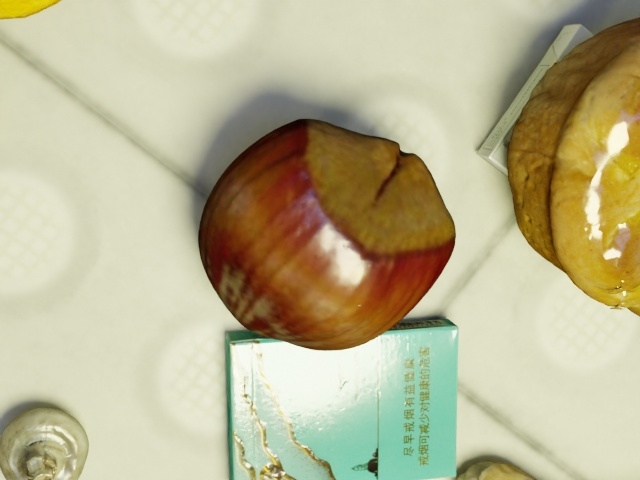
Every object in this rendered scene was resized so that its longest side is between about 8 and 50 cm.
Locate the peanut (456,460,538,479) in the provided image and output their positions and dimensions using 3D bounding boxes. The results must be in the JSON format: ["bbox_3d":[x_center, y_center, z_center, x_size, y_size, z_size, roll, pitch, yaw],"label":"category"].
[{"bbox_3d":[0.233,0.302,0.956,0.214,0.099,0.099,27,94,-20],"label":"peanut"}]

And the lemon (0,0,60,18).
[{"bbox_3d":[-0.265,-0.244,0.722,0.187,0.142,0.142,-13,103,-20],"label":"lemon"}]

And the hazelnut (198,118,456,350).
[{"bbox_3d":[0.000,-0.002,0.818,0.212,0.181,0.181,36,61,-15],"label":"hazelnut"}]

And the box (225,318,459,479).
[{"bbox_3d":[0.023,0.164,0.908,0.229,0.041,0.162,-3,101,-11],"label":"box"}]

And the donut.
[{"bbox_3d":[0.331,-0.077,0.841,0.317,0.150,0.299,15,102,-28],"label":"donut"}]

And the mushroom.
[{"bbox_3d":[-0.256,0.200,0.840,0.085,0.079,0.085,-2,101,-8],"label":"mushroom"}]

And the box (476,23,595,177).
[{"bbox_3d":[0.232,-0.124,0.896,0.084,0.040,0.154,34,93,-16],"label":"box"}]
